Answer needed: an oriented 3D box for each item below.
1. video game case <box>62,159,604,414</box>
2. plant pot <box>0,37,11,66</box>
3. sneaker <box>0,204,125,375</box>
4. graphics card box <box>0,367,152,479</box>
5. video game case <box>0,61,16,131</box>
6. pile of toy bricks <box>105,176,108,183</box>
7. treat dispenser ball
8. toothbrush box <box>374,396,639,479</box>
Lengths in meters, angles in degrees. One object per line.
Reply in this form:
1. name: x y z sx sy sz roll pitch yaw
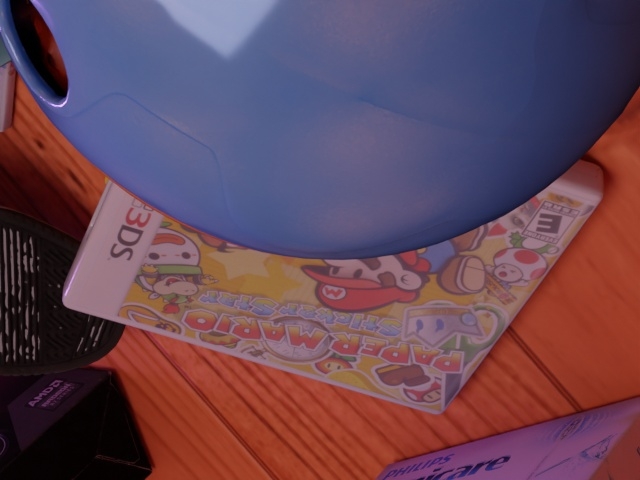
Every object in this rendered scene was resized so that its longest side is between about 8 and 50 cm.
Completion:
1. video game case: 0.000 0.000 0.978 0.227 0.026 0.206 17 138 -12
2. plant pot: -0.310 -0.183 0.997 0.293 0.293 0.235 -25 85 46
3. sneaker: -0.275 0.005 1.219 0.295 0.178 0.124 13 102 -13
4. graphics card box: -0.327 0.173 1.299 0.371 0.233 0.094 4 122 38
5. video game case: -0.220 -0.133 1.147 0.087 0.011 0.122 31 135 18
6. pile of toy bricks: -0.072 -0.062 1.010 0.118 0.105 0.212 47 138 0
7. treat dispenser ball: 0.005 -0.136 0.757 0.288 0.288 0.288 21 132 26
8. toothbrush box: 0.063 0.226 0.976 0.216 0.295 0.126 -22 104 47
